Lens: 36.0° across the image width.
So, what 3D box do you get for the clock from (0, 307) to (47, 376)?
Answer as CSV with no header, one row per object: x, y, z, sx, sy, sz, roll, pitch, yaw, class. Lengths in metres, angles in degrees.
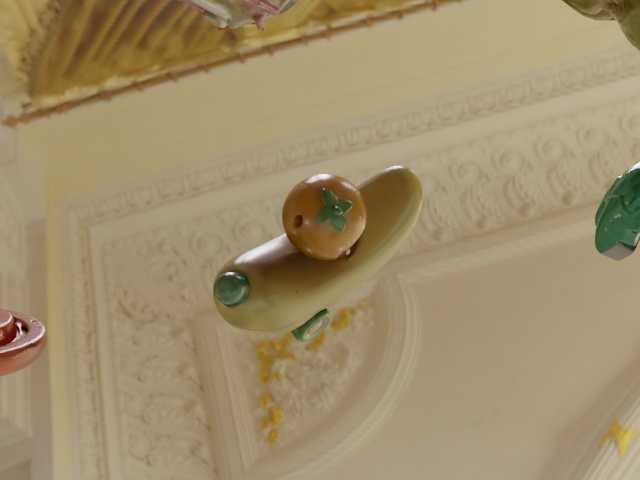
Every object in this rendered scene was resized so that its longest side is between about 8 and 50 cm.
-0.398,0.104,1.053,0.205,0.051,0.205,3,-168,-1,clock

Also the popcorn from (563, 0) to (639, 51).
0.250,-0.281,0.678,0.276,0.276,0.226,-19,-126,-6,popcorn

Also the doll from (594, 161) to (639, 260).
0.511,-0.053,1.448,0.153,0.258,0.195,25,-109,-4,doll

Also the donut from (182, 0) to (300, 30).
-0.059,-0.377,0.861,0.142,0.383,0.383,13,-144,-30,donut

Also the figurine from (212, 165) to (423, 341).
0.000,0.000,1.282,0.324,0.222,0.124,-36,-117,-13,figurine
